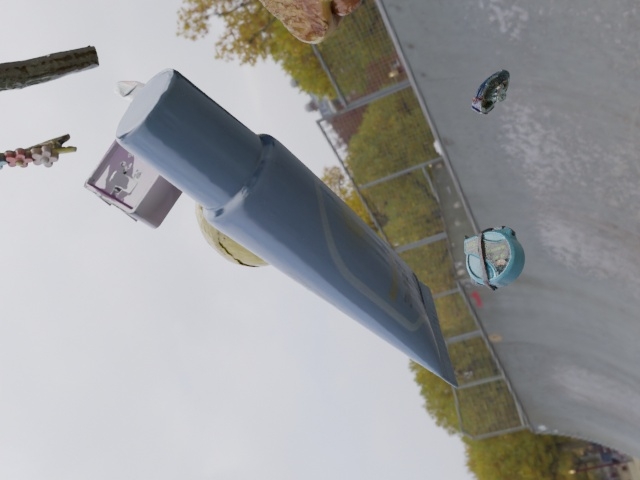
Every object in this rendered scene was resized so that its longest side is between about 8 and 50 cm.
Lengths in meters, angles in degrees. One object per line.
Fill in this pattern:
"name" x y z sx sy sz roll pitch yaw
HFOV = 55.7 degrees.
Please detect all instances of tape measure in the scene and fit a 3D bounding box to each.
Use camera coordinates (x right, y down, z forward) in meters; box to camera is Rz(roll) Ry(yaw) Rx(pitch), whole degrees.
"tape measure" 0.394 0.038 1.372 0.081 0.125 0.146 19 -118 -41

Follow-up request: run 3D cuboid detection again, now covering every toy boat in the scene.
"toy boat" 0.226 -0.191 0.790 0.083 0.038 0.038 -50 -51 -25

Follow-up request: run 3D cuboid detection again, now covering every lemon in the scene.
"lemon" -0.126 -0.052 1.138 0.260 0.204 0.204 50 -153 -59

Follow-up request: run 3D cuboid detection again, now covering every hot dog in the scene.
"hot dog" -0.028 -0.395 0.817 0.256 0.153 0.150 38 -121 -36

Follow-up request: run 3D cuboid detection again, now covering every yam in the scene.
"yam" -0.575 -0.336 1.208 0.274 0.061 0.061 -25 -82 -30

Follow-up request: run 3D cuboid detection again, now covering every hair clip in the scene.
"hair clip" -0.629 -0.178 1.285 0.056 0.213 0.062 64 156 19

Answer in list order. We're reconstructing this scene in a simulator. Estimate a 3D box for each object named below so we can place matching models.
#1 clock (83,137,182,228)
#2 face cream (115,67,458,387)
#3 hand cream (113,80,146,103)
"clock" -0.325 -0.117 1.093 0.150 0.197 0.063 -58 -42 -9
"face cream" 0.000 0.000 0.538 0.385 0.086 0.136 38 -152 -32
"hand cream" -0.401 -0.319 1.292 0.038 0.216 0.052 11 -80 -36
